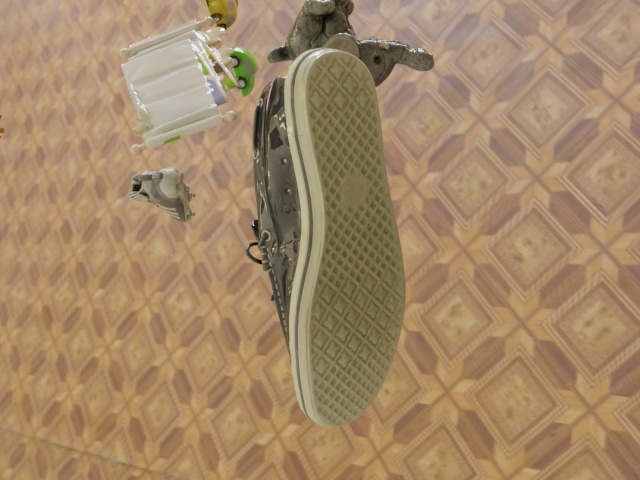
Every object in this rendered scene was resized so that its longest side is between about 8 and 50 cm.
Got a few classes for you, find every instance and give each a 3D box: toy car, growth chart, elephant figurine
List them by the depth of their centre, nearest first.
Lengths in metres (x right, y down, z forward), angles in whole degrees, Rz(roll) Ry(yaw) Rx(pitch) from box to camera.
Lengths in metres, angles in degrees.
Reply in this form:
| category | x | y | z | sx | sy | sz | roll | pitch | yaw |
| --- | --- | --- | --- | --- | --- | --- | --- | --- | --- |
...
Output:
| category | x | y | z | sx | sy | sz | roll | pitch | yaw |
| --- | --- | --- | --- | --- | --- | --- | --- | --- | --- |
| growth chart | -0.200 | -0.228 | 1.101 | 0.171 | 0.021 | 0.237 | -16 | 54 | -4 |
| elephant figurine | 0.055 | -0.339 | 1.451 | 0.239 | 0.169 | 0.186 | 53 | 140 | 17 |
| toy car | -0.163 | -0.389 | 1.487 | 0.053 | 0.225 | 0.239 | -17 | 23 | 3 |

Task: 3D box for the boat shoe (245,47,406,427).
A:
| category | x | y | z | sx | sy | sz | roll | pitch | yaw |
| --- | --- | --- | --- | --- | --- | --- | --- | --- | --- |
| boat shoe | 0.000 | 0.000 | 1.057 | 0.156 | 0.186 | 0.501 | 2 | 99 | 52 |

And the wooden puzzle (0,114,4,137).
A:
| category | x | y | z | sx | sy | sz | roll | pitch | yaw |
| --- | --- | --- | --- | --- | --- | --- | --- | --- | --- |
| wooden puzzle | -0.645 | -0.227 | 1.491 | 0.006 | 0.083 | 0.049 | 137 | 152 | -72 |

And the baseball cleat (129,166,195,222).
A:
| category | x | y | z | sx | sy | sz | roll | pitch | yaw |
| --- | --- | --- | --- | --- | --- | --- | --- | --- | --- |
| baseball cleat | -0.295 | -0.087 | 1.447 | 0.109 | 0.206 | 0.072 | -1 | 69 | -2 |
